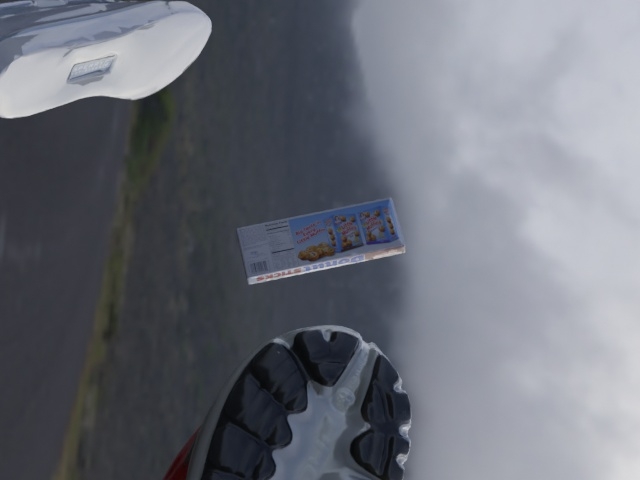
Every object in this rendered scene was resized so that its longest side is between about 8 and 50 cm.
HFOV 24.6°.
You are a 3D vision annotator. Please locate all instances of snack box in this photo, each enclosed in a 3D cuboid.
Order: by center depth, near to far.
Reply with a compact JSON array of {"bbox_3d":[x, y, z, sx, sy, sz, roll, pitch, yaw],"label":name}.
[{"bbox_3d":[0.000,0.000,1.623,0.022,0.178,0.064,88,-11,-61],"label":"snack box"}]

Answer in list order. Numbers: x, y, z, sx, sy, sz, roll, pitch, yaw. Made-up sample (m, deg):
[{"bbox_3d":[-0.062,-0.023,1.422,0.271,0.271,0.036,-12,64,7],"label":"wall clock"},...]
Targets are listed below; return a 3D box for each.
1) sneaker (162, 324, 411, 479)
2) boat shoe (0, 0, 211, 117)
[{"bbox_3d":[-0.050,0.164,0.620,0.279,0.107,0.118,-57,-175,-12],"label":"sneaker"},{"bbox_3d":[-0.137,-0.113,0.829,0.184,0.063,0.066,-26,153,-47],"label":"boat shoe"}]
